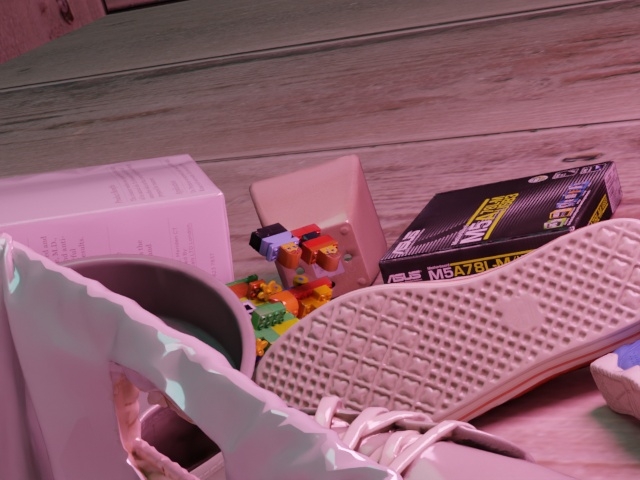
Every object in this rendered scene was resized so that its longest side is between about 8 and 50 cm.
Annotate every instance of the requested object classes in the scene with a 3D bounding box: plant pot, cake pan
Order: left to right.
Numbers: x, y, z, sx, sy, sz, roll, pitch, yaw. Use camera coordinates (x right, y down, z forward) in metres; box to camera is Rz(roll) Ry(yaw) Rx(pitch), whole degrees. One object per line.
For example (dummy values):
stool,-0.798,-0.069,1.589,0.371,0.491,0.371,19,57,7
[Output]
cake pan,-0.188,0.123,1.479,0.293,0.054,0.293,-8,39,7
plant pot,0.000,0.000,1.791,0.109,0.109,0.096,-16,28,6

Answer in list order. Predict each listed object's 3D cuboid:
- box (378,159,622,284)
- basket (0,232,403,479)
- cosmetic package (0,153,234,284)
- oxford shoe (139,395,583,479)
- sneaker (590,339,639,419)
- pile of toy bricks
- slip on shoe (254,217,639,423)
box,0.167,-0.011,1.744,0.184,0.045,0.190,-8,18,24
basket,-0.163,0.214,0.806,0.331,0.266,0.328,-27,35,-30
cosmetic package,-0.281,0.033,1.751,0.385,0.156,0.217,-9,14,-9
oxford shoe,0.032,0.162,1.153,0.449,0.130,0.169,1,22,45
sneaker,0.244,0.092,1.283,0.085,0.058,0.152,-28,10,-6
pile of toy bricks,-0.046,0.069,1.629,0.212,0.118,0.105,-19,45,-39
slip on shoe,0.111,0.077,1.424,0.331,0.123,0.101,-21,-18,7
